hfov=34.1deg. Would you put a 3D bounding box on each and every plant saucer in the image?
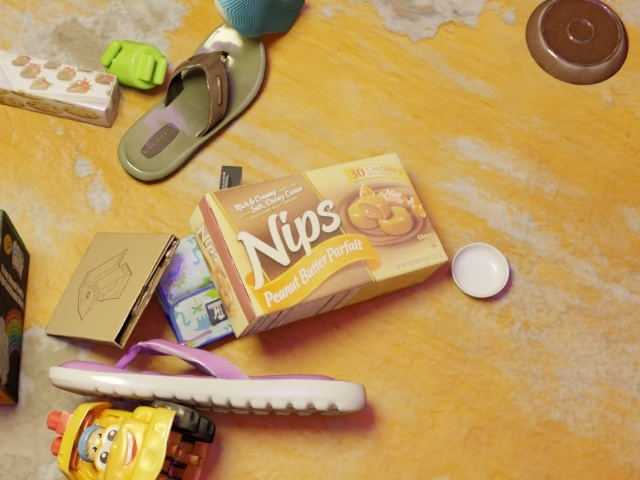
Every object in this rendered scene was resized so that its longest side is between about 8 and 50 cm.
[{"bbox_3d":[0.414,-0.329,1.668,0.168,0.029,0.168,2,70,-4],"label":"plant saucer"}]

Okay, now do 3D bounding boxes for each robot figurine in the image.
[{"bbox_3d":[-0.280,-0.264,1.563,0.115,0.101,0.067,20,100,41],"label":"robot figurine"}]

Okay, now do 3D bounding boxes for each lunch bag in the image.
[{"bbox_3d":[-0.163,0.067,1.456,0.129,0.096,0.151,-22,85,-14],"label":"lunch bag"}]

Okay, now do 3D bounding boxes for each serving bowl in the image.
[{"bbox_3d":[0.230,0.047,1.518,0.083,0.027,0.083,1,70,-4],"label":"serving bowl"}]

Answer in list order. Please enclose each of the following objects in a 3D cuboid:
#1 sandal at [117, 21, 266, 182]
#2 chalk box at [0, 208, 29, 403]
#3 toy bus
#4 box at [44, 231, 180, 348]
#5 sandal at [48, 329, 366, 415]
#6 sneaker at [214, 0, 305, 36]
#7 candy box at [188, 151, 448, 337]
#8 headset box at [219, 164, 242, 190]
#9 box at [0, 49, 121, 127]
[{"bbox_3d":[-0.183,-0.212,1.554,0.120,0.086,0.303,33,71,8],"label":"sandal"},{"bbox_3d":[-0.498,0.061,1.388,0.179,0.180,0.289,-1,69,-4],"label":"chalk box"},{"bbox_3d":[-0.257,0.264,1.314,0.211,0.220,0.149,17,75,9],"label":"toy bus"},{"bbox_3d":[-0.285,0.063,1.408,0.021,0.201,0.164,39,66,-34],"label":"box"},{"bbox_3d":[-0.145,0.173,1.381,0.416,0.169,0.102,7,75,-14],"label":"sandal"},{"bbox_3d":[-0.108,-0.363,1.562,0.092,0.229,0.087,35,107,13],"label":"sneaker"},{"bbox_3d":[0.000,0.000,1.438,0.316,0.087,0.183,-15,70,-29],"label":"candy box"},{"bbox_3d":[-0.131,-0.067,1.507,0.032,0.083,0.062,4,71,-3],"label":"headset box"},{"bbox_3d":[-0.464,-0.241,1.560,0.324,0.067,0.063,13,70,0],"label":"box"}]
